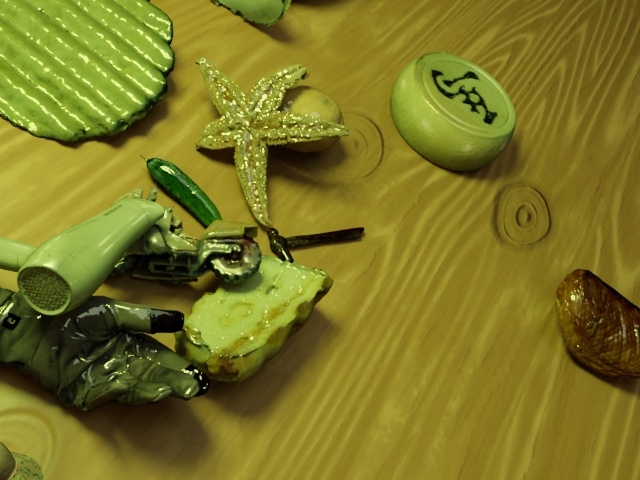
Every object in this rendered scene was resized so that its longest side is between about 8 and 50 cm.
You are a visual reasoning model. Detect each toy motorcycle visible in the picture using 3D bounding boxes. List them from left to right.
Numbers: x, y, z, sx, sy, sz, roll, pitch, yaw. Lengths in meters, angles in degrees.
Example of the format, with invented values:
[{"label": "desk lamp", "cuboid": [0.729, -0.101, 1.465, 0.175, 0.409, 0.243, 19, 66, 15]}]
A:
[{"label": "toy motorcycle", "cuboid": [-0.191, -0.009, 0.919, 0.229, 0.094, 0.129, 4, 53, -5]}]

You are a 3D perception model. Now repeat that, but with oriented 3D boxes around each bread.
[{"label": "bread", "cuboid": [-0.090, 0.100, 0.910, 0.128, 0.088, 0.232, 25, 39, 21]}]

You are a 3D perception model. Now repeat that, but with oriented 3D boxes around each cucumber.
[{"label": "cucumber", "cuboid": [-0.195, -0.071, 1.010, 0.168, 0.039, 0.039, 44, 48, 1]}]

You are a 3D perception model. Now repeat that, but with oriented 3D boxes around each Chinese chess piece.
[{"label": "Chinese chess piece", "cuboid": [0.257, -0.252, 1.353, 0.250, 0.101, 0.250, 15, 51, -19]}]

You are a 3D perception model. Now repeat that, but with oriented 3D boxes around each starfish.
[{"label": "starfish", "cuboid": [-0.080, -0.172, 1.068, 0.231, 0.048, 0.295, -19, 75, -3]}]

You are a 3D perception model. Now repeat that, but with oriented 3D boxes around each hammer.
[{"label": "hammer", "cuboid": [0.000, 0.000, 1.081, 0.178, 0.021, 0.065, -8, 62, -36]}]

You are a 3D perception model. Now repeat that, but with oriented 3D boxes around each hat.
[{"label": "hat", "cuboid": [-0.325, 0.233, 0.711, 0.087, 0.042, 0.058, 33, 48, -4]}]

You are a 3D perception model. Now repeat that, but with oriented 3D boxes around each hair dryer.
[{"label": "hair dryer", "cuboid": [-0.329, -0.002, 0.804, 0.237, 0.075, 0.206, 5, 28, 14]}]

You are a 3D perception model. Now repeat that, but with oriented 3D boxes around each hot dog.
[{"label": "hot dog", "cuboid": [0.492, 0.145, 1.193, 0.227, 0.099, 0.160, 36, 48, -3]}]

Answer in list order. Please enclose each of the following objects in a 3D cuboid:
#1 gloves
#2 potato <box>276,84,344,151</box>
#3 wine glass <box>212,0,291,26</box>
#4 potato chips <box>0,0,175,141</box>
[{"label": "gloves", "cuboid": [-0.259, 0.116, 0.781, 0.286, 0.119, 0.142, 20, 77, 4]}, {"label": "potato", "cuboid": [-0.028, -0.195, 1.149, 0.147, 0.112, 0.112, 2, 56, -17]}, {"label": "wine glass", "cuboid": [-0.056, -0.561, 1.350, 0.190, 0.190, 0.357, 38, 52, 0]}, {"label": "potato chips", "cuboid": [-0.406, -0.334, 1.066, 0.429, 0.070, 0.358, 39, 52, 5]}]
